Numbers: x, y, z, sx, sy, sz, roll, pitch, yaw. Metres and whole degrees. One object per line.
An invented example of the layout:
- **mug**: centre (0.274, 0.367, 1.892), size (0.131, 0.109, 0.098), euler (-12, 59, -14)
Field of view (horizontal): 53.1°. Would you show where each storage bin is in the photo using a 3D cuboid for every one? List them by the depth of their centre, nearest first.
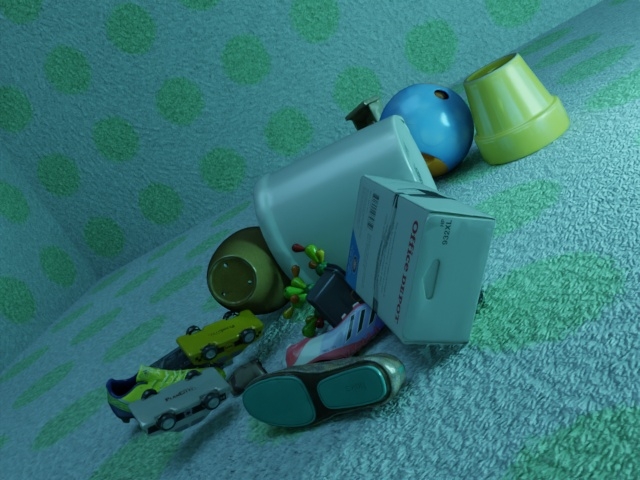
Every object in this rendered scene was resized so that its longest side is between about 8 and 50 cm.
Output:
- **storage bin**: centre (0.041, 0.128, 1.354), size (0.091, 0.135, 0.098), euler (-48, 19, -14)

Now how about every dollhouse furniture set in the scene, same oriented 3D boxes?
- **dollhouse furniture set**: centre (0.070, -0.300, 2.228), size (0.394, 0.256, 0.362), euler (-27, 0, -23)

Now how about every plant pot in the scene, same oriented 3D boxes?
- **plant pot**: centre (-0.183, 0.088, 1.582), size (0.237, 0.237, 0.254), euler (-30, 0, 8)
- **plant pot**: centre (0.524, -0.375, 1.780), size (0.254, 0.239, 0.254), euler (-28, 15, 9)

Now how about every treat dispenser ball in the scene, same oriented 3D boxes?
- **treat dispenser ball**: centre (0.318, -0.331, 1.943), size (0.288, 0.288, 0.288), euler (-29, 15, 9)

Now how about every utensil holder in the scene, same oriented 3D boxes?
- **utensil holder**: centre (0.080, -0.093, 1.614), size (0.386, 0.327, 0.327), euler (-24, 17, 18)

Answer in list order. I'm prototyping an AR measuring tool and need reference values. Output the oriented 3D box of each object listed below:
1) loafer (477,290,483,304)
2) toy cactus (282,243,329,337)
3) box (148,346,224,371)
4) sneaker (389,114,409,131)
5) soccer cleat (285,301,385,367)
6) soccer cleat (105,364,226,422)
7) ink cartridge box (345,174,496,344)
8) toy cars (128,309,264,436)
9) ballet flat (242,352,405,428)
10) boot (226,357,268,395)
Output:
- **loafer**: centre (0.237, 0.075, 1.211), size (0.076, 0.078, 0.223), euler (-33, 15, -2)
- **toy cactus**: centre (0.006, 0.107, 1.448), size (0.181, 0.112, 0.218), euler (1, 60, -1)
- **box**: centre (-0.347, 0.319, 1.623), size (0.233, 0.059, 0.183), euler (-33, 15, -2)
- **sneaker**: centre (0.195, -0.208, 1.833), size (0.146, 0.123, 0.330), euler (-83, 6, -46)
- **soccer cleat**: centre (0.049, 0.197, 1.235), size (0.248, 0.083, 0.095), euler (-27, 46, -5)
- **soccer cleat**: centre (-0.358, 0.330, 1.457), size (0.289, 0.121, 0.093), euler (-17, 15, 13)
- **ink cartridge box**: centre (0.162, 0.023, 1.144), size (0.129, 0.223, 0.307), euler (5, 15, -17)
- **toy cars**: centre (-0.248, 0.284, 1.361), size (0.177, 0.087, 0.393), euler (4, 30, 15)
- **ballet flat**: centre (0.010, 0.254, 1.097), size (0.316, 0.107, 0.106), euler (-15, 2, 34)
- **boot**: centre (-0.157, 0.297, 1.368), size (0.087, 0.042, 0.118), euler (-40, 15, -8)
